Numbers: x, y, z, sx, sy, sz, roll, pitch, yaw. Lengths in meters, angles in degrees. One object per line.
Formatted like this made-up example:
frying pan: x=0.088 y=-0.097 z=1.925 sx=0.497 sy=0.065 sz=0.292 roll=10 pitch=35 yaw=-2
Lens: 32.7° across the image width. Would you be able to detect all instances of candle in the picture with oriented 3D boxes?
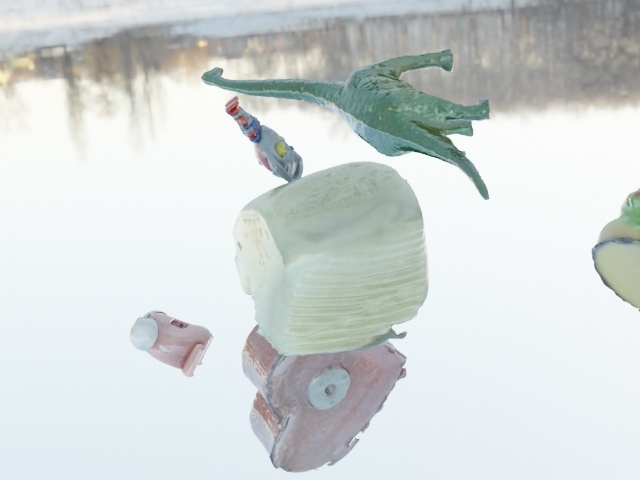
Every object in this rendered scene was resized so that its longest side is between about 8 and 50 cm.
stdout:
candle: x=0.003 y=0.227 z=1.863 sx=0.287 sy=0.317 sz=0.131 roll=-23 pitch=-139 yaw=-19

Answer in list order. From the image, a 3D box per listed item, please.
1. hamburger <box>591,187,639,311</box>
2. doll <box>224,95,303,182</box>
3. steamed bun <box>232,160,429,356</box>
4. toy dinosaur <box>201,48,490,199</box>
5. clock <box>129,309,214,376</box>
hamburger: x=0.485 y=0.011 z=1.432 sx=0.149 sy=0.237 sz=0.237 roll=-53 pitch=-149 yaw=-15
doll: x=-0.089 y=-0.161 z=1.838 sx=0.062 sy=0.194 sz=0.104 roll=-44 pitch=-160 yaw=-7
steamed bun: x=0.000 y=0.000 z=1.666 sx=0.290 sy=0.273 sz=0.272 roll=-19 pitch=-135 yaw=-29
toy dinosaur: x=0.022 y=-0.144 z=1.235 sx=0.301 sy=0.087 sz=0.447 roll=-6 pitch=-153 yaw=-6
clock: x=-0.309 y=0.199 z=2.262 sx=0.162 sy=0.092 sz=0.166 roll=26 pitch=-173 yaw=-1
